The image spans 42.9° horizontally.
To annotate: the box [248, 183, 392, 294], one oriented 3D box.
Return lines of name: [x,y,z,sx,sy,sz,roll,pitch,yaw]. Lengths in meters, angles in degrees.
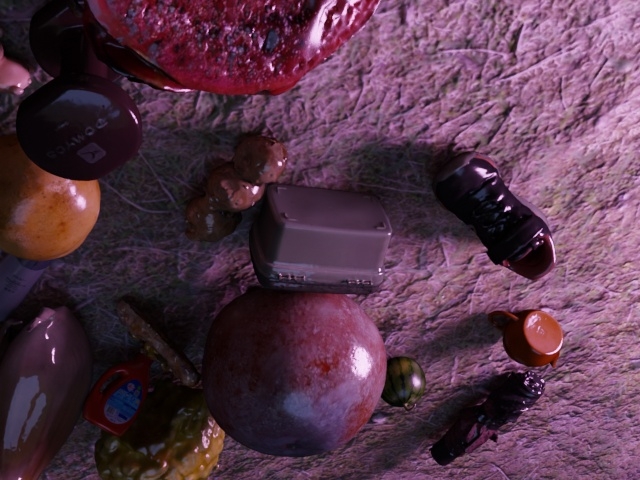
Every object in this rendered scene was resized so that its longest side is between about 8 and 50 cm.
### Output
box: [0.000,0.000,1.267,0.210,0.148,0.129,5,125,-18]

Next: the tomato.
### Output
tomato: [-0.045,0.214,1.377,0.316,0.283,0.317,-3,145,-2]

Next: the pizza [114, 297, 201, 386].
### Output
pizza: [-0.285,0.180,1.405,0.052,0.185,0.195,-44,102,-12]

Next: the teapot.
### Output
teapot: [0.393,0.188,1.557,0.173,0.116,0.116,34,124,-4]

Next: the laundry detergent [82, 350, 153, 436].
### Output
laundry detergent: [-0.351,0.259,1.454,0.097,0.165,0.049,39,155,-27]

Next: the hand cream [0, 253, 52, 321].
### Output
hand cream: [-0.477,0.049,1.294,0.079,0.048,0.255,32,123,-28]

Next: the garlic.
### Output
garlic: [-0.519,0.233,1.358,0.231,0.246,0.340,17,107,10]

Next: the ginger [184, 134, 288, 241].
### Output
ginger: [-0.126,-0.078,1.213,0.104,0.080,0.204,-8,147,-51]

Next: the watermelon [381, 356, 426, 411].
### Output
watermelon: [0.157,0.282,1.594,0.109,0.109,0.109,-5,134,-5]

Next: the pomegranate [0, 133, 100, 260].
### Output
pomegranate: [-0.404,-0.052,1.118,0.196,0.196,0.196,-5,134,-5]

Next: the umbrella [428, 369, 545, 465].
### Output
umbrella: [0.347,0.384,1.739,0.094,0.090,0.326,5,137,-45]

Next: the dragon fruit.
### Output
dragon fruit: [-0.112,-0.350,0.824,0.370,0.249,0.386,-27,126,-22]

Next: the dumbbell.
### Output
dumbbell: [-0.283,-0.189,0.971,0.140,0.225,0.124,-29,135,19]

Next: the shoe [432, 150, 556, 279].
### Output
shoe: [0.283,-0.026,1.297,0.114,0.137,0.291,-38,128,23]

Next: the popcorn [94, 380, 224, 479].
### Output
popcorn: [-0.296,0.365,1.532,0.236,0.206,0.252,18,118,-8]

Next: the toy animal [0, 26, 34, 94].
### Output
toy animal: [-0.418,-0.226,1.013,0.114,0.091,0.082,8,117,-16]
